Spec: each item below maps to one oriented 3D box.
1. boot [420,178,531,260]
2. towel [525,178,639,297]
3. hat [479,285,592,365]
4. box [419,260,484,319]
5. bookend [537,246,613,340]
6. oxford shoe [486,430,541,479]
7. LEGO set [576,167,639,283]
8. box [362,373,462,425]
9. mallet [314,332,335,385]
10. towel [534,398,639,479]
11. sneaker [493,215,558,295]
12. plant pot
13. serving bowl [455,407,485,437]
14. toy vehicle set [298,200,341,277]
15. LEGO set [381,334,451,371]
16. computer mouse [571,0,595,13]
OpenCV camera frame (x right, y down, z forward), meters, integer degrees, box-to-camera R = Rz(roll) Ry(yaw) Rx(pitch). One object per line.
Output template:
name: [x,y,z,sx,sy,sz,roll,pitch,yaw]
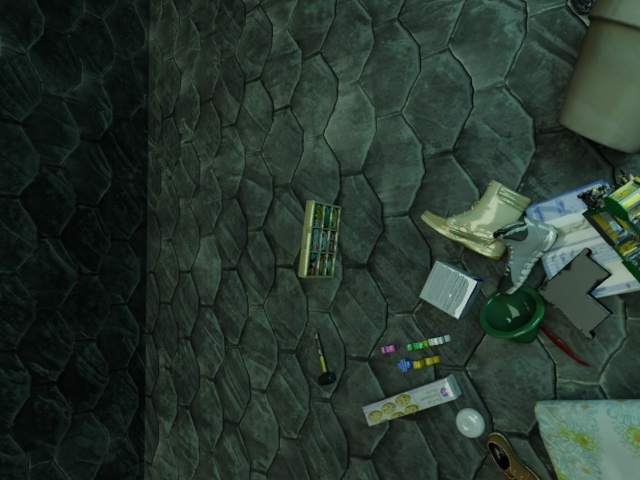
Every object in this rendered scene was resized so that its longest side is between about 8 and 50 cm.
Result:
boot: [0.440,-0.086,1.193,0.262,0.095,0.204,32,106,32]
towel: [0.671,0.010,1.054,0.209,0.034,0.285,-24,71,36]
hat: [0.561,0.251,1.123,0.173,0.183,0.209,-36,23,17]
box: [0.389,0.144,1.230,0.137,0.072,0.126,31,105,35]
bookend: [0.647,0.126,0.994,0.157,0.072,0.156,-54,56,23]
oxford shoe: [0.518,0.624,1.101,0.076,0.076,0.212,-48,63,22]
LEGO set: [0.737,-0.031,0.854,0.192,0.255,0.331,-38,72,9]
box: [0.278,0.503,1.294,0.324,0.063,0.067,-32,70,31]
mallet: [0.012,0.433,1.518,0.062,0.039,0.190,-20,72,36]
towel: [0.674,0.543,0.904,0.320,0.090,0.375,-40,61,57]
sneaker: [0.504,0.032,1.100,0.132,0.086,0.229,26,115,0]
plant pot: [0.700,-0.357,0.913,0.323,0.323,0.281,41,126,31]
serving bowl: [0.432,0.533,1.200,0.083,0.027,0.084,-3,86,37]
toy vehicle set: [0.000,0.000,1.472,0.035,0.166,0.267,7,92,37]
LEGO set: [0.288,0.357,1.278,0.227,0.093,0.087,-22,74,34]
computer mouse: [0.738,-0.728,1.040,0.262,0.060,0.184,-41,68,40]
